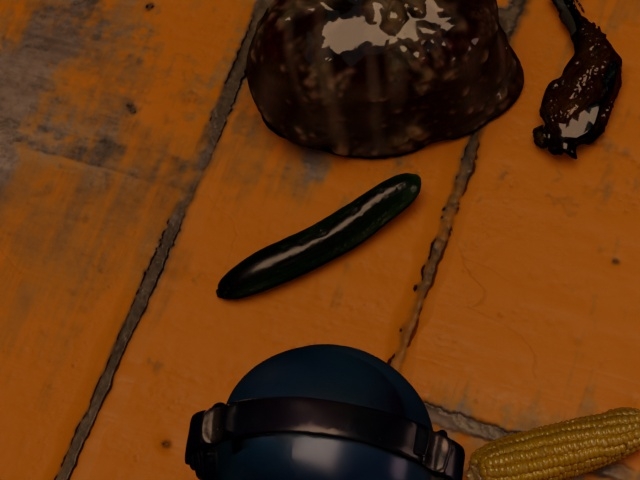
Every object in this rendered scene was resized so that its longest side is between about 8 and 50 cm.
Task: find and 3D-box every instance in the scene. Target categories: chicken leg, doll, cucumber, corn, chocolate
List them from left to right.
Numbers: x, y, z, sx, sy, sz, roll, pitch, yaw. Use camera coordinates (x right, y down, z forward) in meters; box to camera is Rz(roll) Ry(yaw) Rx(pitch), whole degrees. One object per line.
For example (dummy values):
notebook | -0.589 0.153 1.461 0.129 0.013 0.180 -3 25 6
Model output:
cucumber | 0.000 0.000 1.856 0.284 0.056 0.056 -30 65 -1
doll | 0.008 0.243 1.602 0.284 0.310 0.240 4 64 10
chocolate | 0.072 -0.241 1.870 0.340 0.210 0.225 -8 67 5
corn | 0.260 0.233 1.701 0.206 0.067 0.067 -17 64 -2
chicken leg | 0.320 -0.214 1.909 0.106 0.051 0.253 0 63 14
